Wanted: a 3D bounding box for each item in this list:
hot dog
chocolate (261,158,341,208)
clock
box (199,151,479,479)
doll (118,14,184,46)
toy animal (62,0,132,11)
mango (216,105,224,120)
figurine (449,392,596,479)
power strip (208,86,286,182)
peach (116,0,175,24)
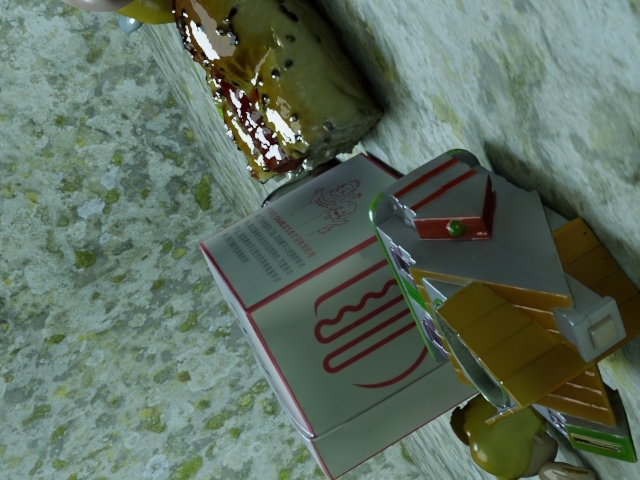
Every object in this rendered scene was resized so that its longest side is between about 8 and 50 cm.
[{"bbox_3d":[-0.091,-0.270,1.478,0.365,0.196,0.367,62,170,2],"label":"hot dog"},{"bbox_3d":[0.000,0.000,1.890,0.284,0.186,0.283,57,172,12],"label":"chocolate"},{"bbox_3d":[0.193,0.072,1.041,0.235,0.166,0.309,64,169,-29],"label":"clock"},{"bbox_3d":[0.040,0.096,1.541,0.300,0.312,0.314,63,172,-25],"label":"box"},{"bbox_3d":[-0.344,-0.501,2.255,0.195,0.153,0.258,19,174,14],"label":"doll"},{"bbox_3d":[-0.272,-0.475,1.449,0.237,0.326,0.269,25,-157,-14],"label":"toy animal"},{"bbox_3d":[-0.156,-0.282,2.136,0.119,0.100,0.178,61,164,2],"label":"mango"},{"bbox_3d":[0.293,0.303,1.479,0.246,0.131,0.156,40,144,28],"label":"figurine"},{"bbox_3d":[-0.173,-0.265,2.493,0.367,0.043,0.106,51,168,46],"label":"power strip"},{"bbox_3d":[-0.265,-0.454,1.659,0.153,0.251,0.251,-31,89,45],"label":"peach"}]
